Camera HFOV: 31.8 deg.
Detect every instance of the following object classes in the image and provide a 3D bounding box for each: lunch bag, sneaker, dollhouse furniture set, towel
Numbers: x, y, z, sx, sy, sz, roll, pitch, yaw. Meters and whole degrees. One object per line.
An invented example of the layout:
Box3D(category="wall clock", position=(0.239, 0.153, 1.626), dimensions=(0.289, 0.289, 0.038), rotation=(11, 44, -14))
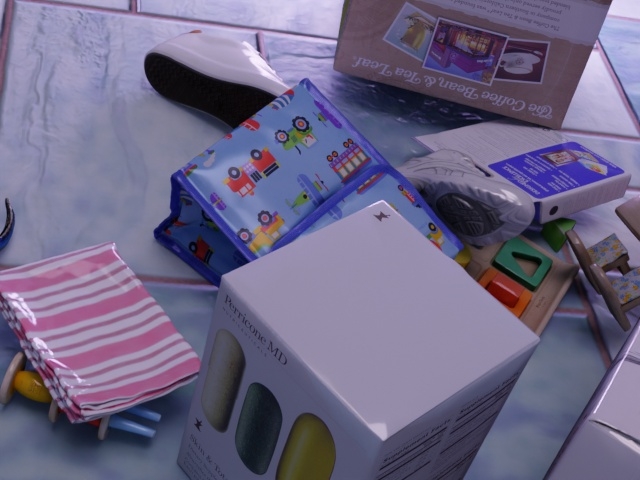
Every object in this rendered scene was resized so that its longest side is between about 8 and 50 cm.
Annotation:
Box3D(category="lunch bag", position=(0.000, 0.000, 1.256), dimensions=(0.293, 0.138, 0.221), rotation=(43, 57, 10))
Box3D(category="sneaker", position=(0.163, -0.066, 1.328), dimensions=(0.232, 0.090, 0.115), rotation=(14, 45, 42))
Box3D(category="dollhouse furniture set", position=(0.405, -0.006, 1.252), dimensions=(0.212, 0.161, 0.242), rotation=(-30, 33, 6))
Box3D(category="sneaker", position=(-0.077, -0.197, 1.439), dimensions=(0.290, 0.106, 0.123), rotation=(31, 46, 15))
Box3D(category="towel", position=(-0.217, 0.080, 1.080), dimensions=(0.144, 0.029, 0.197), rotation=(-18, 54, -36))

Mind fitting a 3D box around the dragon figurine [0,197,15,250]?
Box3D(category="dragon figurine", position=(-0.375, 0.013, 1.090), dimensions=(0.085, 0.144, 0.289), rotation=(32, 44, 14))

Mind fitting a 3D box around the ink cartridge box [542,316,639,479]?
Box3D(category="ink cartridge box", position=(0.298, 0.194, 1.058), dimensions=(0.117, 0.207, 0.283), rotation=(31, 34, 15))

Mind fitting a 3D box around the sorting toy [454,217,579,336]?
Box3D(category="sorting toy", position=(0.201, 0.026, 1.347), dimensions=(0.196, 0.047, 0.348), rotation=(30, 44, 12))

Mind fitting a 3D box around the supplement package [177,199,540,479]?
Box3D(category="supplement package", position=(0.022, 0.146, 1.001), dimensions=(0.198, 0.263, 0.199), rotation=(-25, 57, -37))

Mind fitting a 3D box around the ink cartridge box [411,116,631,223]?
Box3D(category="ink cartridge box", position=(0.256, -0.095, 1.461), dimensions=(0.208, 0.045, 0.206), rotation=(-14, 36, -31))

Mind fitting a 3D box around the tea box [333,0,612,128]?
Box3D(category="tea box", position=(0.208, -0.354, 1.587), dimensions=(0.329, 0.220, 0.323), rotation=(14, 33, -5))

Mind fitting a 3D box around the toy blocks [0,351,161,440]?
Box3D(category="toy blocks", position=(-0.217, 0.132, 1.088), dimensions=(0.148, 0.054, 0.123), rotation=(20, 41, -1))
